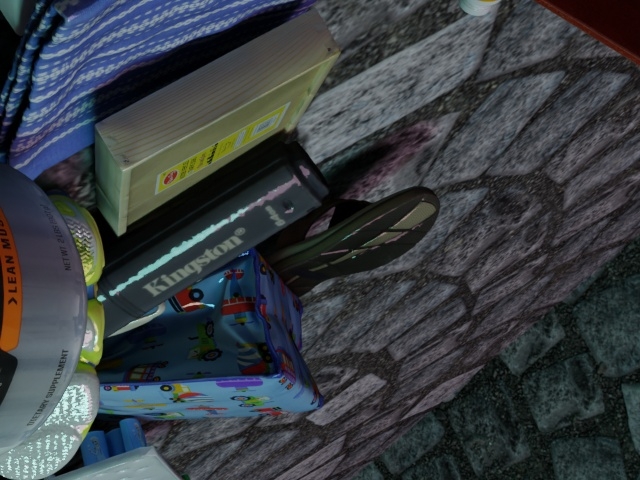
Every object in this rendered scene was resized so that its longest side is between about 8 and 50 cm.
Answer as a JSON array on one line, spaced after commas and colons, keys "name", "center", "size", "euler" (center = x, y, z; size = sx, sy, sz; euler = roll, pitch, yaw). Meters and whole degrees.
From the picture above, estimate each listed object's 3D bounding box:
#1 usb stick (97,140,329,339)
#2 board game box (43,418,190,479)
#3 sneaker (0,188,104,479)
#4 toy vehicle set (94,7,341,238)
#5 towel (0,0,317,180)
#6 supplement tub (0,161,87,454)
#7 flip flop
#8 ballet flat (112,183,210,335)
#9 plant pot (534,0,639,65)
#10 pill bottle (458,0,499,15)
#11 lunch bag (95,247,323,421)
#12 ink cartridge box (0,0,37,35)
[{"name": "usb stick", "center": [-0.122, 0.010, 0.947], "size": [0.278, 0.045, 0.077], "euler": [-32, 135, 8]}, {"name": "board game box", "center": [-0.354, 0.329, 1.314], "size": [0.390, 0.050, 0.390], "euler": [-19, 159, -5]}, {"name": "sneaker", "center": [-0.217, 0.068, 0.890], "size": [0.091, 0.126, 0.240], "euler": [10, 112, -17]}, {"name": "toy vehicle set", "center": [-0.087, -0.077, 0.837], "size": [0.166, 0.035, 0.267], "euler": [-30, 177, -14]}, {"name": "towel", "center": [-0.079, -0.125, 0.682], "size": [0.243, 0.040, 0.336], "euler": [-28, -179, -23]}, {"name": "supplement tub", "center": [-0.303, 0.033, 0.596], "size": [0.207, 0.207, 0.338], "euler": [-41, 160, 17]}, {"name": "flip flop", "center": [0.000, 0.000, 1.227], "size": [0.277, 0.080, 0.112], "euler": [-26, 154, 26]}, {"name": "ballet flat", "center": [-0.152, 0.022, 1.014], "size": [0.231, 0.077, 0.077], "euler": [-39, 167, 10]}, {"name": "plant pot", "center": [0.309, -0.285, 0.786], "size": [0.236, 0.267, 0.267], "euler": [-43, 162, -34]}, {"name": "pill bottle", "center": [0.144, -0.232, 0.959], "size": [0.043, 0.043, 0.083], "euler": [-27, 159, -23]}, {"name": "lunch bag", "center": [-0.167, 0.131, 1.146], "size": [0.293, 0.138, 0.221], "euler": [-15, 161, 6]}, {"name": "ink cartridge box", "center": [-0.109, -0.207, 0.544], "size": [0.140, 0.082, 0.190], "euler": [-27, 159, -22]}]
